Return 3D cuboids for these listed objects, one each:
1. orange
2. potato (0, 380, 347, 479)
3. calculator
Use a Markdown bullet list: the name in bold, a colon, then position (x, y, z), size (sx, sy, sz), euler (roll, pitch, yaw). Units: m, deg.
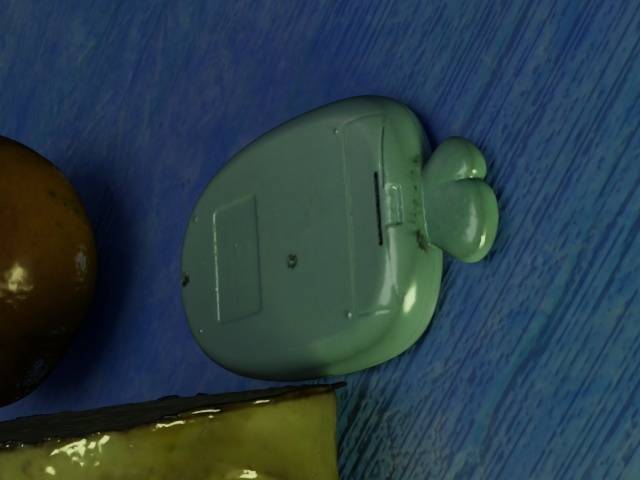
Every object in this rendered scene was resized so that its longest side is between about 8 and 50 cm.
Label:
- **orange**: position (-0.287, 0.029, 1.216), size (0.240, 0.171, 0.240), euler (-9, 75, 35)
- **potato**: position (-0.117, 0.226, 0.941), size (0.289, 0.301, 0.237), euler (164, 98, -75)
- **calculator**: position (0.000, 0.000, 0.996), size (0.295, 0.042, 0.184), euler (-19, 69, 45)
